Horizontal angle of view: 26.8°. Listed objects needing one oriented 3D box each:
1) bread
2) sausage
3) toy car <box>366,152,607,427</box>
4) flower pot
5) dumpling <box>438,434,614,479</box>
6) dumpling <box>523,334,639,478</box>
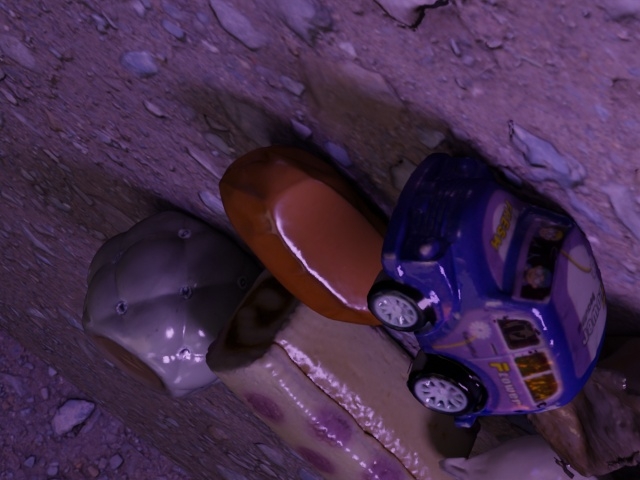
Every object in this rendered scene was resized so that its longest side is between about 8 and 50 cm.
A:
[{"bbox_3d":[0.030,0.192,1.638,0.338,0.187,0.155,46,154,-23],"label":"bread"},{"bbox_3d":[0.001,0.000,1.370,0.241,0.120,0.136,44,173,-20],"label":"sausage"},{"bbox_3d":[0.153,0.038,1.170,0.158,0.172,0.235,-3,133,34],"label":"toy car"},{"bbox_3d":[-0.193,0.087,1.762,0.246,0.195,0.246,32,158,15],"label":"flower pot"},{"bbox_3d":[0.265,0.297,1.555,0.252,0.131,0.179,2,164,23],"label":"dumpling"},{"bbox_3d":[0.271,0.144,1.293,0.166,0.086,0.332,50,161,4],"label":"dumpling"}]
